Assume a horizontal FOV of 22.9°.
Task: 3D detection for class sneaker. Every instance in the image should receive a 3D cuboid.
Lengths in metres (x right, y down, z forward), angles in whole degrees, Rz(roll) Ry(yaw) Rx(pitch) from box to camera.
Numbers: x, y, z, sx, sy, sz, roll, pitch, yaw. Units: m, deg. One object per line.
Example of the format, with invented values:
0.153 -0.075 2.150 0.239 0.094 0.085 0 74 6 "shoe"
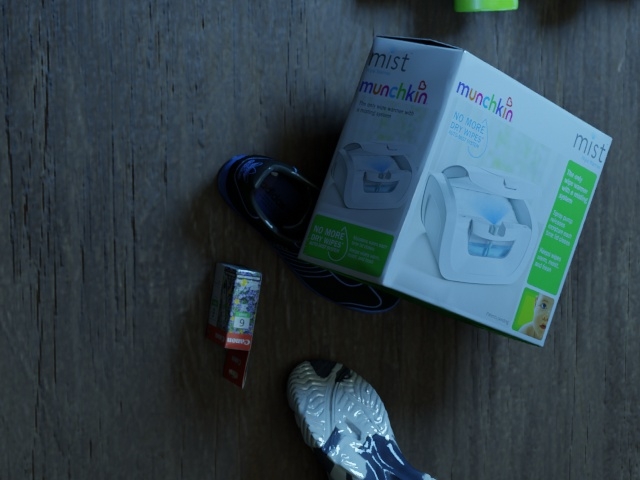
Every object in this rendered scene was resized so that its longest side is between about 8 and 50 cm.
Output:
0.035 0.242 1.602 0.235 0.153 0.094 45 55 15 "sneaker"
0.000 0.000 1.555 0.232 0.090 0.081 37 82 -20 "sneaker"

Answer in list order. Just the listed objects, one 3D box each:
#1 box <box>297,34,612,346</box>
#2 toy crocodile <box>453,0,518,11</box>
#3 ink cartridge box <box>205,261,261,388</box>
0.135 -0.045 1.539 0.262 0.127 0.231 23 86 -45 "box"
0.219 -0.297 1.608 0.340 0.105 0.115 -8 100 -15 "toy crocodile"
-0.088 0.082 1.545 0.029 0.063 0.115 8 93 -23 "ink cartridge box"
